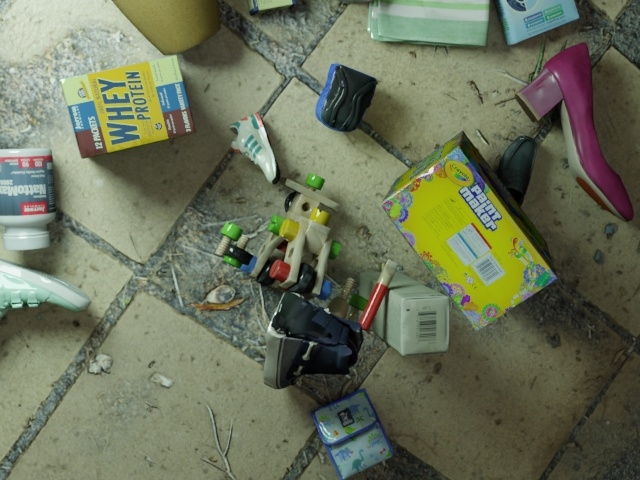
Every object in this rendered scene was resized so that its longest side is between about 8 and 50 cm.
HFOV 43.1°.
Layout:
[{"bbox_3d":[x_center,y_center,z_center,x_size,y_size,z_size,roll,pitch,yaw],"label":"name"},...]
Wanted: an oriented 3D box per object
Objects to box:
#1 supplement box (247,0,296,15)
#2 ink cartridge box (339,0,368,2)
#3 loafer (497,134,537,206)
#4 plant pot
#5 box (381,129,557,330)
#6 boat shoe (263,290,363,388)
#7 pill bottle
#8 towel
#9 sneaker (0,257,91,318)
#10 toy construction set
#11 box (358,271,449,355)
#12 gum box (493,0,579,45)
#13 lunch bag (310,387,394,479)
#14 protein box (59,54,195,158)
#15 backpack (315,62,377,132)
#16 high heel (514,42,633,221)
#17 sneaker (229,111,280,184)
[{"bbox_3d":[-0.099,-0.481,1.545,0.083,0.056,0.083,-14,99,-12],"label":"supplement box"},{"bbox_3d":[0.033,-0.578,1.519,0.160,0.092,0.220,7,97,-41],"label":"ink cartridge box"},{"bbox_3d":[0.404,-0.113,1.699,0.076,0.078,0.223,22,91,-15],"label":"loafer"},{"bbox_3d":[-0.283,-0.468,1.431,0.237,0.237,0.254,-29,116,-8],"label":"plant pot"},{"bbox_3d":[0.281,-0.030,1.536,0.177,0.279,0.290,-37,95,17],"label":"box"},{"bbox_3d":[-0.013,0.218,1.504,0.158,0.340,0.127,21,66,8],"label":"boat shoe"},{"bbox_3d":[-0.536,-0.076,1.466,0.107,0.108,0.180,-4,98,-13],"label":"pill bottle"},{"bbox_3d":[0.221,-0.555,1.604,0.247,0.038,0.325,1,97,-5],"label":"towel"},{"bbox_3d":[-0.562,0.123,1.490,0.255,0.094,0.151,19,86,-5],"label":"sneaker"},{"bbox_3d":[0.000,0.000,1.525,0.308,0.257,0.237,26,82,5],"label":"toy construction set"},{"bbox_3d":[0.155,0.135,1.569,0.094,0.275,0.113,-2,99,-13],"label":"box"},{"bbox_3d":[0.434,-0.519,1.675,0.156,0.041,0.184,-22,100,-9],"label":"gum box"},{"bbox_3d":[0.065,0.399,1.680,0.128,0.096,0.151,-23,87,-7],"label":"lunch bag"},{"bbox_3d":[-0.341,-0.235,1.443,0.199,0.201,0.136,-15,100,-11],"label":"protein box"},{"bbox_3d":[0.046,-0.273,1.583,0.097,0.101,0.120,18,97,-13],"label":"backpack"},{"bbox_3d":[0.587,-0.223,1.699,0.181,0.127,0.377,-39,101,5],"label":"high heel"},{"bbox_3d":[-0.128,-0.168,1.553,0.075,0.057,0.161,-19,65,-1],"label":"sneaker"}]
